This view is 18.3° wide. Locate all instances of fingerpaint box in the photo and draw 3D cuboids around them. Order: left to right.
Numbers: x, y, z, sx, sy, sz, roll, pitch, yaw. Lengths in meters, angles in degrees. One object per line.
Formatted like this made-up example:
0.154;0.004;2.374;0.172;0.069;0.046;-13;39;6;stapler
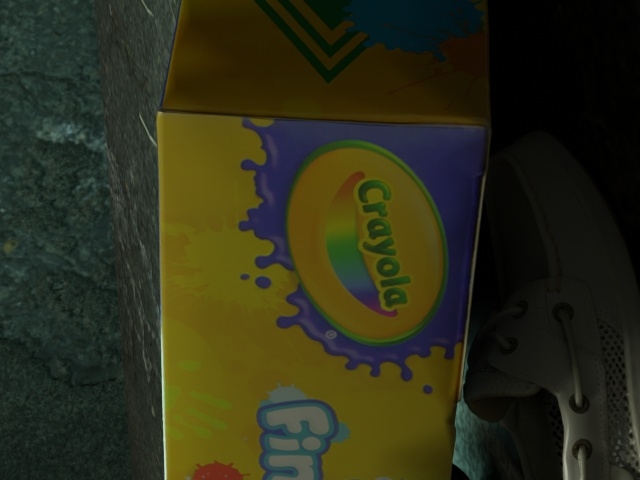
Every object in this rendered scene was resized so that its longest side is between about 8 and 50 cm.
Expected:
0.000;0.000;1.161;0.371;0.163;0.444;-86;-1;-50;fingerpaint box

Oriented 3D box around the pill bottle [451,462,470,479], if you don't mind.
0.065;0.233;1.346;0.245;0.130;0.130;-116;22;-47;pill bottle

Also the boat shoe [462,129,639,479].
0.124;0.070;1.078;0.098;0.096;0.277;111;147;-64;boat shoe
